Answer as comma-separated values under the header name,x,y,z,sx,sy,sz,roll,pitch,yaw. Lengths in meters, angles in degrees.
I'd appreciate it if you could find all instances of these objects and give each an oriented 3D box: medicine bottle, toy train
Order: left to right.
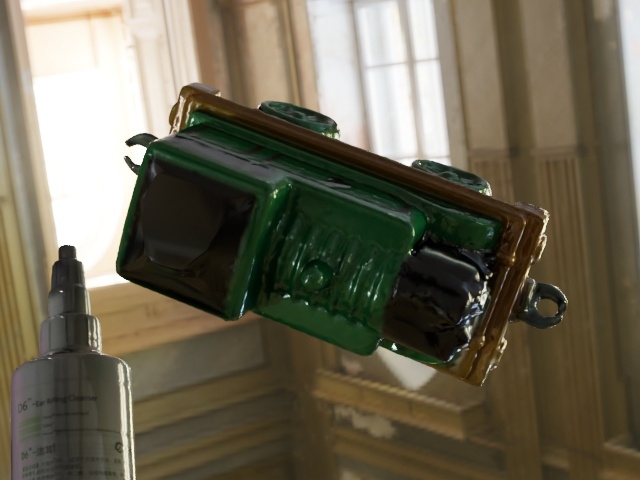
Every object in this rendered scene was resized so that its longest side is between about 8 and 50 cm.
name,x,y,z,sx,sy,sz,roll,pitch,yaw
medicine bottle,-0.113,0.093,0.517,0.058,0.199,0.057,-7,156,-3
toy train,0.000,0.000,0.516,0.228,0.091,0.136,22,-162,12
